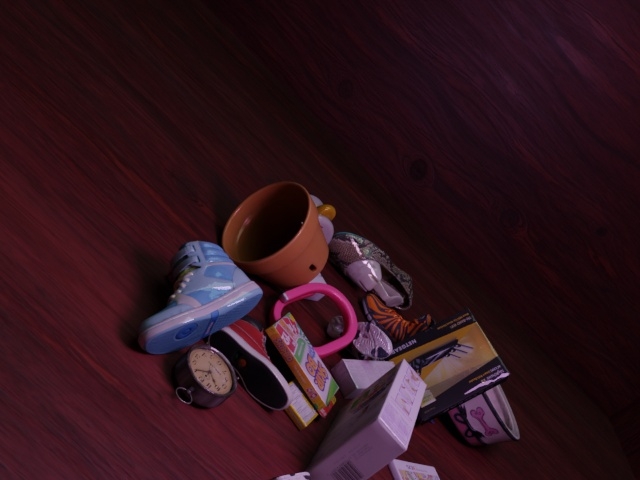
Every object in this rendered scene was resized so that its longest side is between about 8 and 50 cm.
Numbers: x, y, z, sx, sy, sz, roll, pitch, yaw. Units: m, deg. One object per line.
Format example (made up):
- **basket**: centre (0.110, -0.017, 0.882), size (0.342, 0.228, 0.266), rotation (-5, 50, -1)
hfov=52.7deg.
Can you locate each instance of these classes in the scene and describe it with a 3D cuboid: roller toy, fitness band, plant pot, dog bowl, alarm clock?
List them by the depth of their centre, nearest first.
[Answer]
- **alarm clock**: centre (-0.245, 0.286, 1.321), size (0.129, 0.064, 0.192), rotation (48, 18, 3)
- **fitness band**: centre (-0.014, 0.223, 1.806), size (0.290, 0.054, 0.209), rotation (-16, 66, -48)
- **plant pot**: centre (-0.110, 0.004, 1.858), size (0.203, 0.290, 0.291), rotation (52, 12, -42)
- **roller toy**: centre (-0.057, -0.042, 2.122), size (0.209, 0.191, 0.146), rotation (-12, 49, -14)
- **dog bowl**: centre (0.513, 0.513, 2.205), size (0.408, 0.150, 0.408), rotation (54, 16, -24)

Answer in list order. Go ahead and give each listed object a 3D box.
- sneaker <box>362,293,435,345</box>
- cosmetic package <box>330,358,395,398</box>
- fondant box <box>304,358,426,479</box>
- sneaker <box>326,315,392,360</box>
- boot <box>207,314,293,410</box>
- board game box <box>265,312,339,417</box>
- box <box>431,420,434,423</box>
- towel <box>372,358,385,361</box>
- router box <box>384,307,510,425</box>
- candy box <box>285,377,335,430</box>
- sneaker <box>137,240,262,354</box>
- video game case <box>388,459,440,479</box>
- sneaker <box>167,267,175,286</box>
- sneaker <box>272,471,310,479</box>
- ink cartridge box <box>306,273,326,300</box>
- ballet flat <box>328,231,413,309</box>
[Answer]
- **sneaker**: centre (0.290, 0.284, 2.235), size (0.321, 0.180, 0.124), rotation (55, 21, 20)
- **cosmetic package**: centre (0.142, 0.401, 1.863), size (0.239, 0.060, 0.099), rotation (14, 40, -45)
- **fondant box**: centre (0.114, 0.436, 1.509), size (0.096, 0.238, 0.330), rotation (47, 20, 2)
- **sneaker**: centre (0.143, 0.310, 1.930), size (0.234, 0.094, 0.153), rotation (8, -23, 41)
- **boot**: centre (-0.136, 0.278, 1.530), size (0.244, 0.088, 0.176), rotation (46, 18, 7)
- **board game box**: centre (-0.037, 0.310, 1.625), size (0.260, 0.039, 0.124), rotation (59, 19, 1)
- **box**: centre (0.332, 0.490, 2.086), size (0.109, 0.042, 0.178), rotation (46, 17, -51)
- **towel**: centre (0.245, 0.455, 2.047), size (0.197, 0.029, 0.144), rotation (36, 24, -28)
- **router box**: centre (0.383, 0.386, 1.992), size (0.243, 0.308, 0.081), rotation (60, -9, 26)
- **candy box**: centre (-0.035, 0.387, 1.606), size (0.105, 0.027, 0.206), rotation (50, 20, 9)
- **sneaker**: centre (-0.299, 0.110, 1.407), size (0.208, 0.127, 0.319), rotation (49, 38, 16)
- **video game case**: centre (0.283, 0.688, 1.690), size (0.206, 0.026, 0.227), rotation (27, 28, -42)
- **sneaker**: centre (-0.286, 0.120, 1.548), size (0.170, 0.063, 0.075), rotation (45, 26, 8)
- **sneaker**: centre (-0.058, 0.505, 1.338), size (0.109, 0.040, 0.044), rotation (13, 55, -51)
- **ink cartridge box**: centre (-0.051, 0.113, 2.038), size (0.109, 0.063, 0.150), rotation (17, 36, -55)
- **ballet flat**: centre (0.209, 0.136, 2.389), size (0.482, 0.164, 0.182), rotation (36, 32, -43)
